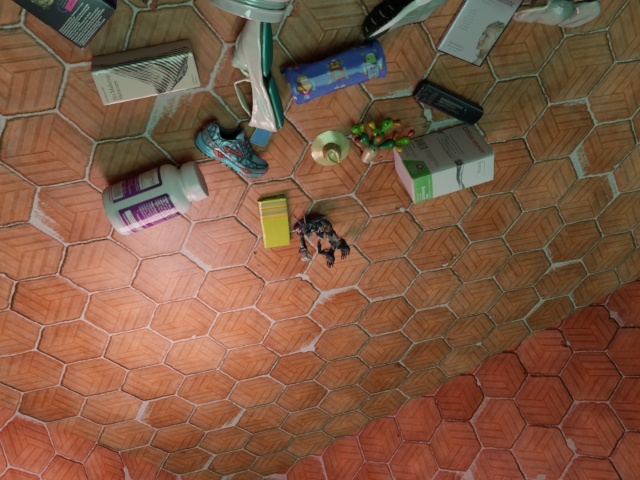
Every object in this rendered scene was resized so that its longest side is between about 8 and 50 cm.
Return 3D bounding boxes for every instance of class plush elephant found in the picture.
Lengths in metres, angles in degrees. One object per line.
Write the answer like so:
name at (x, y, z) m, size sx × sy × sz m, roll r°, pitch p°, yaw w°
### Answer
plush elephant at (0.676, -0.729, 1.697) m, size 0.272 × 0.329 × 0.255 m, roll 3°, pitch 150°, yaw -30°

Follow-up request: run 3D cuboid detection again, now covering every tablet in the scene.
tablet at (-0.189, -0.343, 1.945) m, size 0.054 × 0.006 × 0.083 m, roll 15°, pitch 125°, yaw -29°

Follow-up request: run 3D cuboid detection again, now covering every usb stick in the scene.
usb stick at (0.430, -0.457, 2.012) m, size 0.278 × 0.045 × 0.077 m, roll 15°, pitch 133°, yaw -30°

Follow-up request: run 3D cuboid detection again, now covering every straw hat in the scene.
straw hat at (0.040, -0.293, 2.028) m, size 0.145 × 0.061 × 0.144 m, roll -9°, pitch 134°, yaw -10°

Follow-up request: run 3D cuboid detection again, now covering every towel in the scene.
towel at (-0.169, -0.066, 2.208) m, size 0.102 × 0.021 × 0.237 m, roll -7°, pitch 135°, yaw -4°

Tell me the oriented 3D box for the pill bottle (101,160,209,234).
pill bottle at (-0.517, -0.142, 1.915) m, size 0.302 × 0.169 × 0.169 m, roll -20°, pitch 135°, yaw 2°

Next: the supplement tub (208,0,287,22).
supplement tub at (-0.143, -0.713, 1.429) m, size 0.236 × 0.235 × 0.324 m, roll 6°, pitch 124°, yaw -23°

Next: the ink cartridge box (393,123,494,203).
ink cartridge box at (0.420, -0.268, 2.069) m, size 0.290 × 0.211 × 0.121 m, roll -16°, pitch 134°, yaw -2°

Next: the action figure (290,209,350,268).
action figure at (0.000, 0.000, 2.241) m, size 0.164 × 0.140 × 0.276 m, roll -26°, pitch 137°, yaw 24°

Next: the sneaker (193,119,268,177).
sneaker at (-0.259, -0.290, 1.905) m, size 0.262 × 0.104 × 0.125 m, roll 23°, pitch 120°, yaw -34°

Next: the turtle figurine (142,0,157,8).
turtle figurine at (-0.381, -0.685, 1.500) m, size 0.270 × 0.087 × 0.217 m, roll 30°, pitch 118°, yaw -37°

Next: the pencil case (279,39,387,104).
pencil case at (0.041, -0.500, 1.791) m, size 0.306 × 0.133 × 0.119 m, roll -18°, pitch 103°, yaw -2°

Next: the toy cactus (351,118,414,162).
toy cactus at (0.195, -0.328, 2.030) m, size 0.219 × 0.112 × 0.180 m, roll -1°, pitch 143°, yaw -28°

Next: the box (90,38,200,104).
box at (-0.481, -0.467, 1.670) m, size 0.275 × 0.094 × 0.113 m, roll -14°, pitch 135°, yaw -5°

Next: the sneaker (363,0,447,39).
sneaker at (0.248, -0.652, 1.732) m, size 0.272 × 0.100 × 0.108 m, roll -30°, pitch 139°, yaw 11°

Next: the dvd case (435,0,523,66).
dvd case at (0.491, -0.669, 1.845) m, size 0.181 × 0.022 × 0.253 m, roll 11°, pitch 127°, yaw -27°

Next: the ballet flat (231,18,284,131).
ballet flat at (-0.192, -0.484, 1.739) m, size 0.139 × 0.139 × 0.400 m, roll -13°, pitch 136°, yaw -6°

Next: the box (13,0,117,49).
box at (-0.637, -0.616, 1.427) m, size 0.143 × 0.165 × 0.270 m, roll -39°, pitch 131°, yaw 20°
